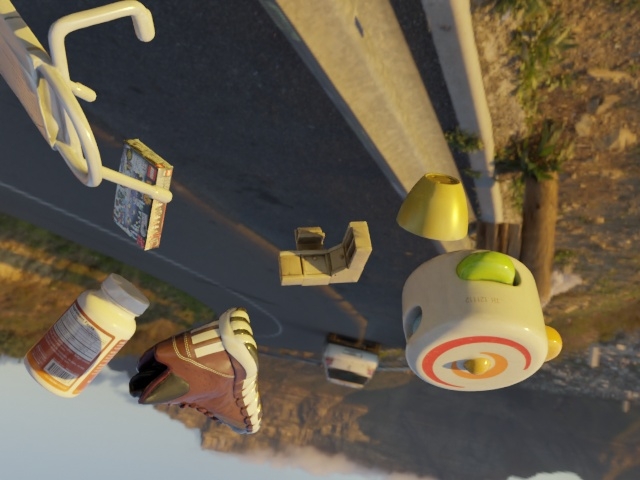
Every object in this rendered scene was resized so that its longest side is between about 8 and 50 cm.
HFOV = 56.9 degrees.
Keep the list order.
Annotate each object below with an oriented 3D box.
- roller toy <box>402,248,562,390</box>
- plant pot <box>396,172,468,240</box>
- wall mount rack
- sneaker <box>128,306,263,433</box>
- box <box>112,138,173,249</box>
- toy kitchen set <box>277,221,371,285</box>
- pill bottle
[{"bbox_3d":[0.214,0.122,0.830,0.191,0.146,0.209,-26,132,31],"label":"roller toy"},{"bbox_3d":[0.217,-0.070,1.098,0.134,0.095,0.134,8,-157,-3],"label":"plant pot"},{"bbox_3d":[-0.273,-0.182,0.646,0.350,0.130,0.304,51,150,19],"label":"wall mount rack"},{"bbox_3d":[-0.168,0.193,0.795,0.163,0.106,0.281,-12,141,-14],"label":"sneaker"},{"bbox_3d":[-0.264,-0.067,0.870,0.094,0.137,0.027,35,-148,30],"label":"box"},{"bbox_3d":[0.000,0.000,0.616,0.083,0.068,0.075,-2,151,-12],"label":"toy kitchen set"},{"bbox_3d":[-0.420,0.169,1.079,0.121,0.216,0.121,42,176,3],"label":"pill bottle"}]
